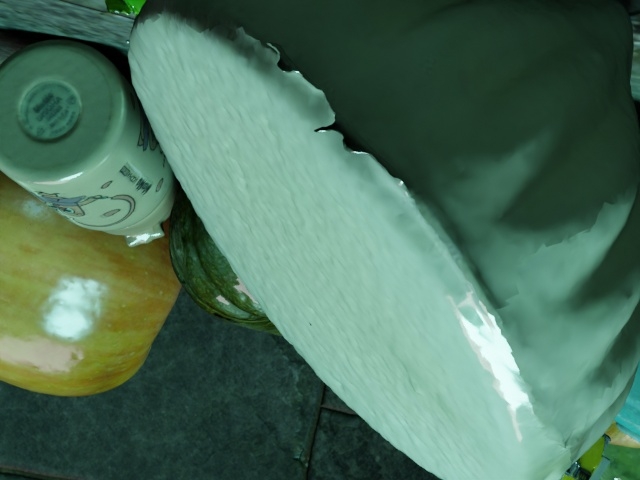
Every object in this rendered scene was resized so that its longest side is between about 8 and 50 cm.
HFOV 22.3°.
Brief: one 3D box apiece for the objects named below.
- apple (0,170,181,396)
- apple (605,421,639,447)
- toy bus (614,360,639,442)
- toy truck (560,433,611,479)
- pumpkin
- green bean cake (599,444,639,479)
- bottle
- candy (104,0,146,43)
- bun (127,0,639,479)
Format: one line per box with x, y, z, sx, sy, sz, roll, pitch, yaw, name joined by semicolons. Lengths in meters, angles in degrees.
-0.248;0.015;1.474;0.241;0.242;0.242;22;172;-8;apple
0.202;0.040;1.047;0.199;0.199;0.199;12;174;1;apple
0.145;0.023;0.886;0.256;0.128;0.147;31;180;16;toy bus
0.106;0.103;0.902;0.123;0.052;0.063;29;176;41;toy truck
0.000;0.000;1.128;0.224;0.157;0.223;2;169;0;pumpkin
0.319;0.113;1.189;0.223;0.227;0.125;12;176;3;green bean cake
-0.154;-0.065;1.103;0.097;0.110;0.209;-19;166;4;bottle
-0.013;-0.102;0.805;0.178;0.032;0.102;10;177;4;candy
0.059;-0.036;0.684;0.263;0.175;0.263;47;162;20;bun
